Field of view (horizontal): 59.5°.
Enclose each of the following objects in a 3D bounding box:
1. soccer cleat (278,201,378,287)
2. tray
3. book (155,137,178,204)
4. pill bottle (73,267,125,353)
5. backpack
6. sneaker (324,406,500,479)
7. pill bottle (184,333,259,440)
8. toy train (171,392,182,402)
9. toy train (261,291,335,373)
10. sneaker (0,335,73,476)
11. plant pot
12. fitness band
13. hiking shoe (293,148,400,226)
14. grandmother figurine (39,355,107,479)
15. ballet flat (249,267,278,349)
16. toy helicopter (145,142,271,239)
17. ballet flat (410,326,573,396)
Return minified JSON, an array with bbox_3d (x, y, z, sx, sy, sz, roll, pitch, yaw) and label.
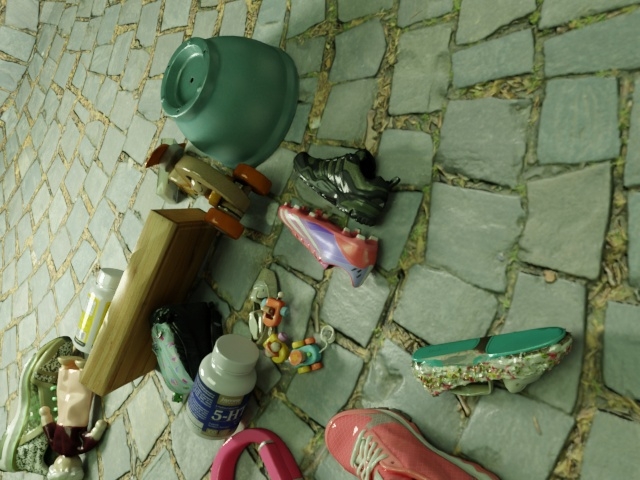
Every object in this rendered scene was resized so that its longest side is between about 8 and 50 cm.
[{"bbox_3d":[0.000,0.000,1.018,0.248,0.083,0.095,26,102,41],"label":"soccer cleat"},{"bbox_3d":[-0.368,0.128,1.239,0.076,0.203,0.410,27,101,12],"label":"tray"},{"bbox_3d":[-0.376,-0.172,1.405,0.035,0.096,0.144,3,78,4],"label":"book"},{"bbox_3d":[-0.551,0.184,1.454,0.119,0.119,0.208,24,96,44],"label":"pill bottle"},{"bbox_3d":[-0.278,0.229,1.186,0.115,0.152,0.182,-36,68,39],"label":"backpack"},{"bbox_3d":[0.106,0.319,0.796,0.314,0.136,0.115,13,88,44],"label":"sneaker"},{"bbox_3d":[-0.185,0.277,1.071,0.112,0.112,0.186,45,123,40],"label":"pill bottle"},{"bbox_3d":[-0.324,0.326,1.272,0.017,0.024,0.083,-8,75,42],"label":"toy train"},{"bbox_3d":[-0.059,0.172,1.027,0.166,0.046,0.125,23,97,32],"label":"toy train"},{"bbox_3d":[-0.752,0.477,1.591,0.182,0.158,0.410,16,88,13],"label":"sneaker"},{"bbox_3d":[-0.220,-0.319,1.219,0.293,0.196,0.292,-13,71,41],"label":"plant pot"},{"bbox_3d":[-0.110,0.486,1.013,0.209,0.054,0.290,-50,50,22],"label":"fitness band"},{"bbox_3d":[0.045,-0.118,1.014,0.227,0.086,0.114,39,93,36],"label":"hiking shoe"},{"bbox_3d":[-0.656,0.490,1.493,0.208,0.104,0.342,3,84,29],"label":"grandmother figurine"},{"bbox_3d":[-0.115,0.131,1.107,0.057,0.052,0.168,-18,68,38],"label":"ballet flat"},{"bbox_3d":[-0.278,-0.132,1.219,0.140,0.235,0.355,-59,26,-9],"label":"toy helicopter"},{"bbox_3d":[0.234,0.171,0.767,0.241,0.091,0.077,-19,97,43],"label":"ballet flat"}]
